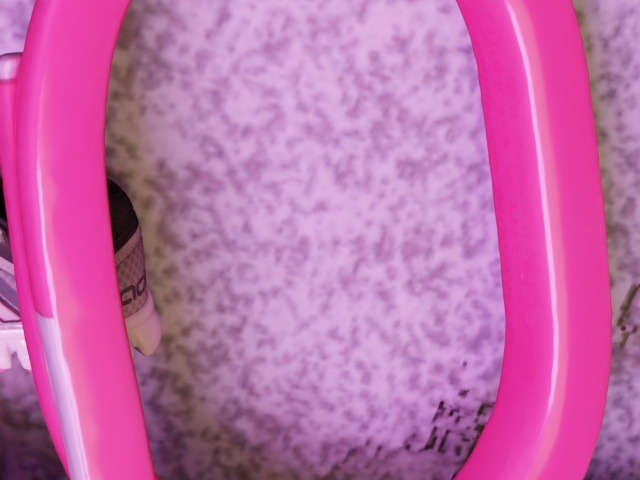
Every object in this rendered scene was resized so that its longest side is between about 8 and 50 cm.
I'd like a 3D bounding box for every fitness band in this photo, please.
[{"bbox_3d":[0.000,0.000,0.565,0.209,0.054,0.291,-11,102,-22],"label":"fitness band"}]

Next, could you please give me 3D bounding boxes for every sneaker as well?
[{"bbox_3d":[-0.139,0.006,0.576,0.170,0.063,0.075,0,111,-15],"label":"sneaker"}]
